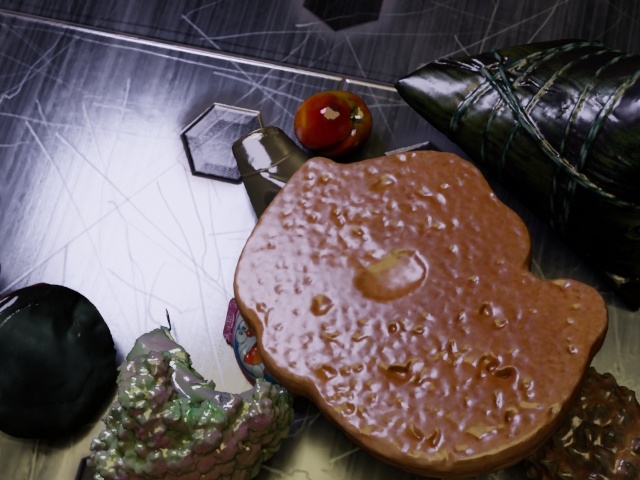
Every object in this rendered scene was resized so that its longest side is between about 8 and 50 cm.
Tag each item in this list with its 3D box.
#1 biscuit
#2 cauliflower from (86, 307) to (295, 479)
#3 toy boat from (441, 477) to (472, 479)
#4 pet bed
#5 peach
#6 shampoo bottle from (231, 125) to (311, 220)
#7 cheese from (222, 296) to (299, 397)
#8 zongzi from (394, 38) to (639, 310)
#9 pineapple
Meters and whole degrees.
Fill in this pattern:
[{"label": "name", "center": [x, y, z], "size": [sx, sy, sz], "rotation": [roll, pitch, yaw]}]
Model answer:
[{"label": "biscuit", "center": [0.096, 0.071, 1.259], "size": [0.350, 0.078, 0.455], "rotation": [-30, 59, -14]}, {"label": "cauliflower", "center": [-0.175, 0.200, 1.283], "size": [0.239, 0.256, 0.315], "rotation": [10, 41, -40]}, {"label": "toy boat", "center": [0.149, 0.217, 1.325], "size": [0.065, 0.066, 0.172], "rotation": [-8, 69, -5]}, {"label": "pet bed", "center": [-0.342, 0.147, 1.325], "size": [0.201, 0.053, 0.201], "rotation": [-1, 92, -33]}, {"label": "peach", "center": [0.015, -0.158, 1.471], "size": [0.101, 0.101, 0.100], "rotation": [-1, 68, 2]}, {"label": "shampoo bottle", "center": [0.000, 0.000, 1.406], "size": [0.125, 0.084, 0.350], "rotation": [-35, 69, 5]}, {"label": "cheese", "center": [-0.021, 0.131, 1.333], "size": [0.244, 0.062, 0.155], "rotation": [19, 102, 29]}, {"label": "zongzi", "center": [0.344, -0.152, 1.320], "size": [0.319, 0.362, 0.383], "rotation": [-21, 65, -26]}, {"label": "pineapple", "center": [0.282, 0.188, 1.296], "size": [0.175, 0.175, 0.361], "rotation": [-27, 56, -9]}]
